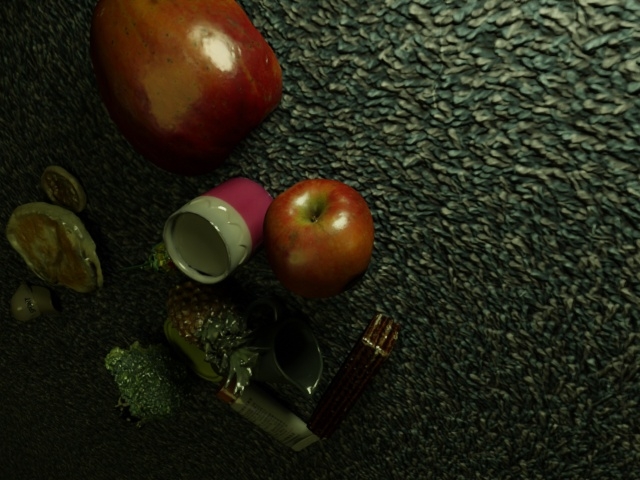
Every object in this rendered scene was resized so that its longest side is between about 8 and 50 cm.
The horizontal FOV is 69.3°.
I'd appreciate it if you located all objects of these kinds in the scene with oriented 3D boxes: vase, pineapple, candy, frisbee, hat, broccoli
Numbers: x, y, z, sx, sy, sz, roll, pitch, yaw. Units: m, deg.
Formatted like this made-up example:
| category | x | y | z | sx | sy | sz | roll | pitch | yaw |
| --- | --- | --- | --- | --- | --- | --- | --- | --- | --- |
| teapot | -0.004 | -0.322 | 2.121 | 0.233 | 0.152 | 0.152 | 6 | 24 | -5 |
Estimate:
| category | x | y | z | sx | sy | sz | roll | pitch | yaw |
| --- | --- | --- | --- | --- | --- | --- | --- | --- | --- |
| vase | -0.154 | 0.275 | 1.172 | 0.301 | 0.156 | 0.251 | -17 | 81 | 39 |
| pineapple | -0.239 | 0.213 | 1.078 | 0.340 | 0.169 | 0.169 | 40 | 136 | 45 |
| candy | -0.473 | 0.061 | 1.250 | 0.305 | 0.083 | 0.091 | -10 | 114 | 39 |
| frisbee | -0.363 | 0.314 | 1.335 | 0.236 | 0.017 | 0.236 | 22 | 132 | 26 |
| hat | -0.969 | 0.217 | 1.561 | 0.175 | 0.085 | 0.147 | -1 | 115 | 28 |
| broccoli | -0.528 | 0.424 | 1.389 | 0.263 | 0.247 | 0.243 | 22 | 170 | -20 |

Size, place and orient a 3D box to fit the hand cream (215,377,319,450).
| category | x | y | z | sx | sy | sz | roll | pitch | yaw |
| --- | --- | --- | --- | --- | --- | --- | --- | --- | --- |
| hand cream | -0.149 | 0.492 | 1.317 | 0.314 | 0.089 | 0.140 | 42 | 128 | -6 |

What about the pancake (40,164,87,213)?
| category | x | y | z | sx | sy | sz | roll | pitch | yaw |
| --- | --- | --- | --- | --- | --- | --- | --- | --- | --- |
| pancake | -0.707 | -0.135 | 1.273 | 0.151 | 0.025 | 0.151 | 13 | 127 | 17 |

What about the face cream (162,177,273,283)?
| category | x | y | z | sx | sy | sz | roll | pitch | yaw |
| --- | --- | --- | --- | --- | --- | --- | --- | --- | --- |
| face cream | -0.206 | -0.024 | 0.985 | 0.175 | 0.195 | 0.175 | 13 | 122 | 21 |

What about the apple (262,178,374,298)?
| category | x | y | z | sx | sy | sz | roll | pitch | yaw |
| --- | --- | --- | --- | --- | --- | --- | --- | --- | --- |
| apple | 0.000 | 0.000 | 0.897 | 0.230 | 0.230 | 0.230 | 12 | 121 | 20 |

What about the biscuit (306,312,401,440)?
| category | x | y | z | sx | sy | sz | roll | pitch | yaw |
| --- | --- | --- | --- | --- | --- | --- | --- | --- | --- |
| biscuit | 0.070 | 0.336 | 1.106 | 0.073 | 0.107 | 0.388 | 30 | 126 | 9 |

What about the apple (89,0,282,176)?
| category | x | y | z | sx | sy | sz | roll | pitch | yaw |
| --- | --- | --- | --- | --- | --- | --- | --- | --- | --- |
| apple | -0.270 | -0.320 | 0.903 | 0.329 | 0.295 | 0.365 | -34 | 103 | -3 |

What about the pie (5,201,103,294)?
| category | x | y | z | sx | sy | sz | roll | pitch | yaw |
| --- | --- | --- | --- | --- | --- | --- | --- | --- | --- |
| pie | -0.766 | 0.030 | 1.352 | 0.339 | 0.077 | 0.339 | 15 | 128 | 20 |
